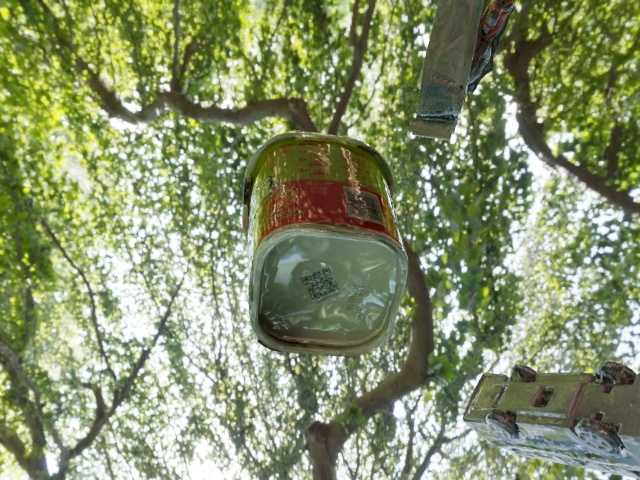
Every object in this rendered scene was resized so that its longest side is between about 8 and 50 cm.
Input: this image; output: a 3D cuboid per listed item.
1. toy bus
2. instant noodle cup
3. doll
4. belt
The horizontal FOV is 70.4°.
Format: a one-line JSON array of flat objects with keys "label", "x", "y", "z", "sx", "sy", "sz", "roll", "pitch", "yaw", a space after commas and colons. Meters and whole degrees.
[{"label": "toy bus", "x": 0.350, "y": 0.250, "z": 0.624, "sx": 0.136, "sy": 0.329, "sz": 0.109, "roll": 42, "pitch": -116, "yaw": -6}, {"label": "instant noodle cup", "x": 0.000, "y": 0.000, "z": 0.704, "sx": 0.293, "sy": 0.294, "sz": 0.308, "roll": -4, "pitch": -152, "yaw": -1}, {"label": "doll", "x": 0.293, "y": -0.370, "z": 0.842, "sx": 0.127, "sy": 0.249, "sz": 0.088, "roll": -24, "pitch": -123, "yaw": -32}, {"label": "belt", "x": 0.190, "y": -0.299, "z": 0.653, "sx": 0.072, "sy": 0.303, "sz": 0.087, "roll": 11, "pitch": -175, "yaw": 15}]
